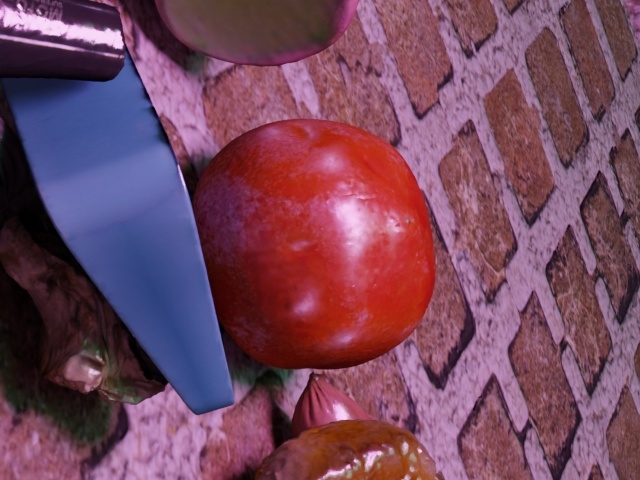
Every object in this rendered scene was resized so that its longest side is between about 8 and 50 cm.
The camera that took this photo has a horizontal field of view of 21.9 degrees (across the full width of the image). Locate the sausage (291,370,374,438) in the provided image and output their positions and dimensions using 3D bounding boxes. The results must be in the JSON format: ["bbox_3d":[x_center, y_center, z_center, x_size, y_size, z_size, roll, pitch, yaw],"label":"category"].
[{"bbox_3d":[0.075,0.295,1.547,0.433,0.088,0.088,61,28,-27],"label":"sausage"}]

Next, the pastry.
[{"bbox_3d":[0.019,0.241,1.389,0.192,0.093,0.182,-27,112,-33],"label":"pastry"}]

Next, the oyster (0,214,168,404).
[{"bbox_3d":[-0.178,0.051,1.190,0.191,0.081,0.163,61,1,-30],"label":"oyster"}]

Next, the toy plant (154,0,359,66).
[{"bbox_3d":[-0.029,-0.331,1.498,0.210,0.317,0.356,106,-12,-47],"label":"toy plant"}]

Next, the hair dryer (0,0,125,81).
[{"bbox_3d":[-0.288,-0.244,1.048,0.304,0.120,0.359,0,60,-37],"label":"hair dryer"}]

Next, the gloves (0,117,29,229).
[{"bbox_3d":[-0.251,0.012,1.007,0.142,0.119,0.285,61,13,-19],"label":"gloves"}]

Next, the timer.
[{"bbox_3d":[-0.143,-0.013,1.184,0.232,0.091,0.250,-119,-169,-46],"label":"timer"}]

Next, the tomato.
[{"bbox_3d":[-0.002,0.000,1.435,0.232,0.189,0.232,42,38,-46],"label":"tomato"}]
